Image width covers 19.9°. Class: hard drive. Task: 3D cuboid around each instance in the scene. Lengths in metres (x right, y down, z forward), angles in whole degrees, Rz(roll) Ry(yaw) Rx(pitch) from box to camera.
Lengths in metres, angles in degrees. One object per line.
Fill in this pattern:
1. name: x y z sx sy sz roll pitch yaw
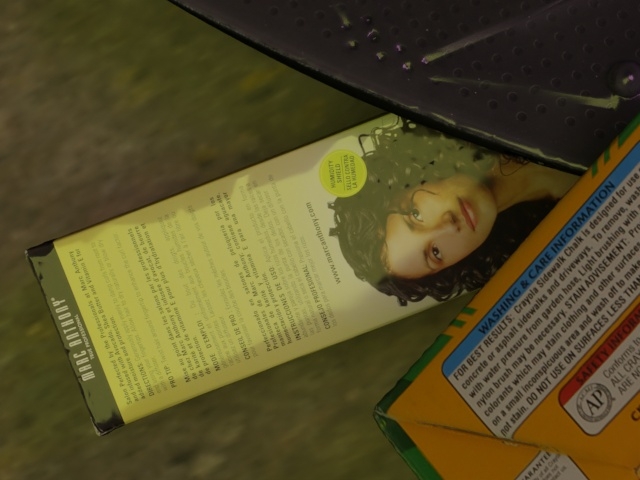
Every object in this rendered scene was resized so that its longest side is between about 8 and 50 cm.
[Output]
1. hard drive: 0.053 -0.126 0.731 0.254 0.054 0.172 24 77 15

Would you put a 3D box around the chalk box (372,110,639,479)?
1. chalk box: 0.198 0.085 0.679 0.180 0.289 0.179 -50 53 13

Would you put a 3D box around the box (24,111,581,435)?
1. box: 0.000 0.000 0.772 0.232 0.058 0.087 -22 94 3
